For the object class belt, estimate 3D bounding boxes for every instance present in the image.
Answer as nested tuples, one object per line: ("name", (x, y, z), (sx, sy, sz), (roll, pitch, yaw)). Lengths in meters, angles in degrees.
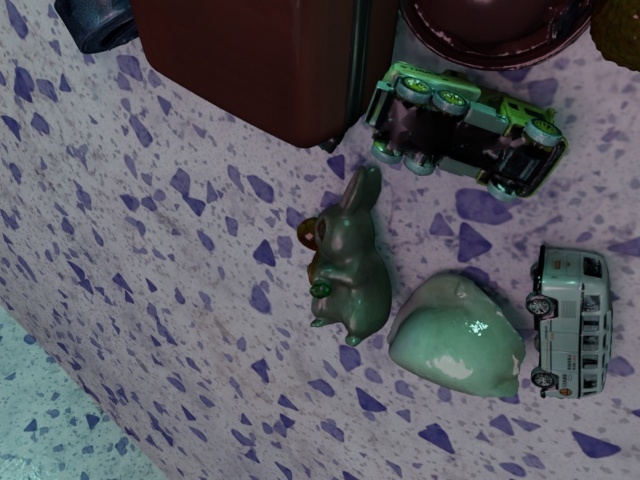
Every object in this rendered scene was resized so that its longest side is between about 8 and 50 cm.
("belt", (-0.284, -0.325, 0.696), (0.190, 0.141, 0.082), (-10, 112, 43))

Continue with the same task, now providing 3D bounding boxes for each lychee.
("lychee", (0.270, -0.185, 0.377), (0.146, 0.114, 0.114), (19, 138, -12))

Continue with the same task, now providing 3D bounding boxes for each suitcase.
("suitcase", (-0.067, -0.253, 0.520), (0.297, 0.161, 0.236), (31, 142, 26))

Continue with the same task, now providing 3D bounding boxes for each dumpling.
("dumpling", (0.185, 0.132, 0.704), (0.216, 0.149, 0.105), (6, 162, 43))

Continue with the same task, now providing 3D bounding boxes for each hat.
("hat", (0.151, -0.246, 0.445), (0.205, 0.089, 0.205), (20, 131, 25))

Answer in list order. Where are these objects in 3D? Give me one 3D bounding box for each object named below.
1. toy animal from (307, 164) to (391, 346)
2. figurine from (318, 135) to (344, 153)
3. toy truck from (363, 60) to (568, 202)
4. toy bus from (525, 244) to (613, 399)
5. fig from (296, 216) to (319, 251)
("toy animal", (0.043, 0.013, 0.720), (0.125, 0.127, 0.251), (4, 104, 13))
("figurine", (-0.031, -0.168, 0.672), (0.136, 0.077, 0.079), (38, 152, -3))
("toy truck", (0.143, -0.122, 0.511), (0.191, 0.116, 0.085), (17, 133, -3))
("toy bus", (0.298, 0.105, 0.591), (0.089, 0.087, 0.194), (0, 119, 27))
("fig", (0.000, 0.000, 0.781), (0.050, 0.050, 0.083), (-20, 120, 45))
